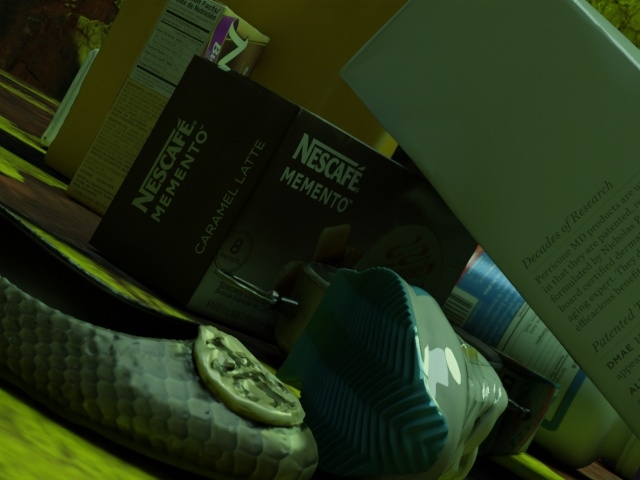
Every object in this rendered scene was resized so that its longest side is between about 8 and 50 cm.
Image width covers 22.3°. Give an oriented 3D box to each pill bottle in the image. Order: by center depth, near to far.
[{"bbox_3d":[0.181,0.101,1.264,0.221,0.124,0.124,30,2,15],"label":"pill bottle"}]

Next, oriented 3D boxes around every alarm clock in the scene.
[{"bbox_3d":[0.021,0.058,0.935,0.192,0.064,0.129,27,6,-22],"label":"alarm clock"}]

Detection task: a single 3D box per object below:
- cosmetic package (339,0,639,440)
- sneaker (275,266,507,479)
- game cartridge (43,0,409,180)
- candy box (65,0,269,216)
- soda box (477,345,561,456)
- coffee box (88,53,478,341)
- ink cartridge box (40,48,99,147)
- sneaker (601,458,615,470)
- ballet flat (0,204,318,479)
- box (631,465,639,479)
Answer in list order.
[{"bbox_3d":[0.209,-0.009,1.046,0.385,0.156,0.217,52,15,31],"label":"cosmetic package"},{"bbox_3d":[0.042,0.067,0.729,0.092,0.087,0.229,31,4,-7],"label":"sneaker"},{"bbox_3d":[-0.050,-0.143,1.354,0.285,0.324,0.052,30,5,25],"label":"game cartridge"},{"bbox_3d":[-0.118,-0.100,1.278,0.053,0.187,0.109,30,2,18],"label":"candy box"},{"bbox_3d":[0.114,0.107,1.105,0.063,0.058,0.183,29,3,17],"label":"soda box"},{"bbox_3d":[-0.011,-0.006,1.058,0.098,0.141,0.246,31,2,37],"label":"coffee box"},{"bbox_3d":[-0.171,-0.105,1.725,0.198,0.115,0.273,29,2,-4],"label":"ink cartridge box"},{"bbox_3d":[0.291,0.196,1.454,0.059,0.053,0.144,29,-7,-21],"label":"sneaker"},{"bbox_3d":[-0.104,0.008,0.553,0.250,0.058,0.084,29,3,16],"label":"ballet flat"},{"bbox_3d":[0.279,0.211,0.760,0.201,0.057,0.293,28,2,-18],"label":"box"}]
